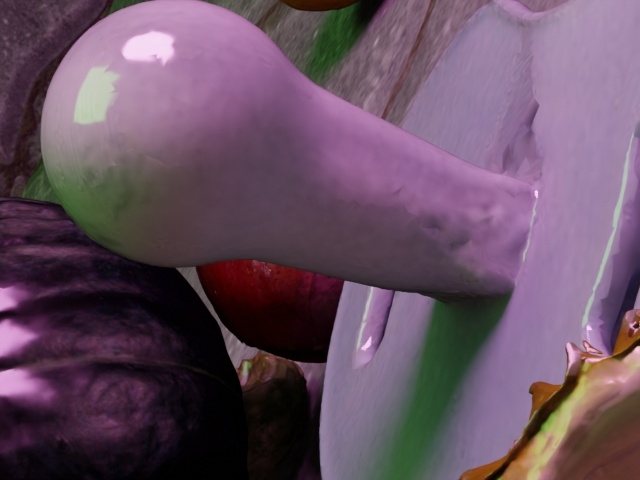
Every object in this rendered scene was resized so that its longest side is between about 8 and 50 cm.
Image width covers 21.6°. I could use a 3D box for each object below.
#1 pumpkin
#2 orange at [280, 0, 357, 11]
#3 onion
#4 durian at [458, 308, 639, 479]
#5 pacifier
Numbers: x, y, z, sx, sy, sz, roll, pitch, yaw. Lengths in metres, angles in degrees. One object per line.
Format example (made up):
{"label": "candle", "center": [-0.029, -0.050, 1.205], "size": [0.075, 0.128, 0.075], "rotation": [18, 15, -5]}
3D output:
{"label": "pumpkin", "center": [-0.119, 0.123, 0.856], "size": [0.296, 0.295, 0.296], "rotation": [-56, 17, 26]}
{"label": "orange", "center": [0.005, -0.229, 1.205], "size": [0.135, 0.117, 0.136], "rotation": [-161, 90, -75]}
{"label": "onion", "center": [0.000, 0.000, 0.828], "size": [0.131, 0.131, 0.131], "rotation": [-56, 17, 26]}
{"label": "durian", "center": [0.115, 0.065, 0.398], "size": [0.224, 0.140, 0.078], "rotation": [-58, -30, -9]}
{"label": "pacifier", "center": [0.016, 0.002, 0.555], "size": [0.244, 0.233, 0.299], "rotation": [-70, 15, -12]}
